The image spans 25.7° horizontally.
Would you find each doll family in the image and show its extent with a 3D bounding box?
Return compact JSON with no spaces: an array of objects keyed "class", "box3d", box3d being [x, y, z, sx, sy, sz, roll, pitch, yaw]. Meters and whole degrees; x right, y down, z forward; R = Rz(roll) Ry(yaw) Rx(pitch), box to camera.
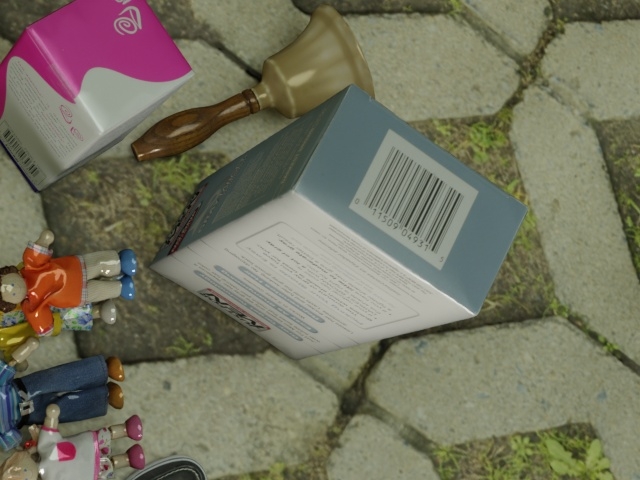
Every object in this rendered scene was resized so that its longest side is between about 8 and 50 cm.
[{"class":"doll family","box3d":[-0.262,0.116,1.280,0.163,0.118,0.263,-8,101,-32]}]

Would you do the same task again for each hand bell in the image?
[{"class":"hand bell","box3d":[-0.079,-0.136,1.422,0.242,0.126,0.126,-26,91,-14]}]

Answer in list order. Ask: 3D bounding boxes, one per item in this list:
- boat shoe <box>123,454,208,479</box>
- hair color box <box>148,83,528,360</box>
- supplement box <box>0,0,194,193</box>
[{"class":"boat shoe","box3d":[-0.188,0.277,1.284,0.228,0.076,0.080,-33,94,-26]},{"class":"hair color box","box3d":[0.000,0.000,1.260,0.185,0.374,0.113,34,68,-15]},{"class":"supplement box","box3d":[-0.220,-0.138,1.273,0.114,0.220,0.111,-36,96,-26]}]
